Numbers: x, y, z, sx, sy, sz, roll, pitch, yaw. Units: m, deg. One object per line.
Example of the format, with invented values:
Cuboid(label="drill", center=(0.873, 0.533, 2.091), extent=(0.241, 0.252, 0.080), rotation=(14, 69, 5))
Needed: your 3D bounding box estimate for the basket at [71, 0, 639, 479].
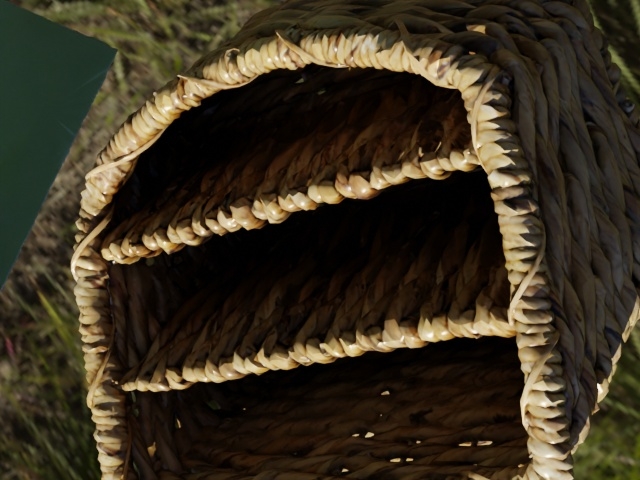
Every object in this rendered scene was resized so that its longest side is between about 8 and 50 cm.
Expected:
Cuboid(label="basket", center=(0.000, 0.000, 0.727), extent=(0.223, 0.299, 0.213), rotation=(-50, 119, -44))

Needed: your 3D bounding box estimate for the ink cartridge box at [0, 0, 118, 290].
Cuboid(label="ink cartridge box", center=(-0.212, -0.043, 0.479), extent=(0.171, 0.235, 0.056), rotation=(-65, 165, -4))
